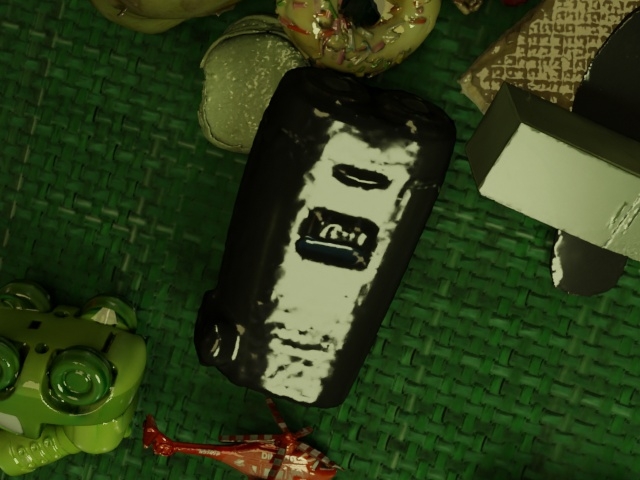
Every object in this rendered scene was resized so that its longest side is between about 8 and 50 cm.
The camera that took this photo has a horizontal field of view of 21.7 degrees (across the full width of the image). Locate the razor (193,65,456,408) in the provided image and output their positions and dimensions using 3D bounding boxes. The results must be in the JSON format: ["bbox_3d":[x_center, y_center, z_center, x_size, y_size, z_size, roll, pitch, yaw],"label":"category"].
[{"bbox_3d":[-0.001,0.000,1.626,0.189,0.107,0.326,17,109,-13],"label":"razor"}]

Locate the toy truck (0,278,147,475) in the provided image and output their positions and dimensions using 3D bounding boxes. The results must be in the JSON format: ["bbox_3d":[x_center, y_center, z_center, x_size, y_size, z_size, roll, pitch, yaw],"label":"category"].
[{"bbox_3d":[-0.267,0.152,1.720,0.187,0.148,0.210,-5,119,14],"label":"toy truck"}]

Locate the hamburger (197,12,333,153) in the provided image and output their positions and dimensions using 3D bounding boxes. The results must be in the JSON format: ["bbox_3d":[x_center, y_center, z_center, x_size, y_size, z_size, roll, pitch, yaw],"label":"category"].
[{"bbox_3d":[-0.057,-0.154,1.663,0.133,0.062,0.140,17,103,13],"label":"hamburger"}]

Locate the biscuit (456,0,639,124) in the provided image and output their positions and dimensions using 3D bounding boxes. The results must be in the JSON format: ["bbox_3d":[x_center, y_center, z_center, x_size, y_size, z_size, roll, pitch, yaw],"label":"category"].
[{"bbox_3d":[0.324,-0.240,1.549,0.426,0.078,0.144,-42,87,16],"label":"biscuit"}]

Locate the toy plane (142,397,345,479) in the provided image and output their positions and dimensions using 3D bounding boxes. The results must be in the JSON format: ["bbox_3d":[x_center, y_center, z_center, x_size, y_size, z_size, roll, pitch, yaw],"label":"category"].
[{"bbox_3d":[-0.080,0.223,1.685,0.194,0.126,0.077,-6,131,-21],"label":"toy plane"}]

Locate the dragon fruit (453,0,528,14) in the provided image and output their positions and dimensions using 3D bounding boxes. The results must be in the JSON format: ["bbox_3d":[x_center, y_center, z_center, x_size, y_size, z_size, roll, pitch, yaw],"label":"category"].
[{"bbox_3d":[0.185,-0.314,1.560,0.262,0.134,0.211,45,124,32],"label":"dragon fruit"}]

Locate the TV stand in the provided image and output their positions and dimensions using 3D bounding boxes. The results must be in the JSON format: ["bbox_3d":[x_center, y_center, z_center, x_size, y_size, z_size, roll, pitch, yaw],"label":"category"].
[{"bbox_3d":[0.270,-0.044,1.521,0.270,0.088,0.082,22,116,-16],"label":"TV stand"}]

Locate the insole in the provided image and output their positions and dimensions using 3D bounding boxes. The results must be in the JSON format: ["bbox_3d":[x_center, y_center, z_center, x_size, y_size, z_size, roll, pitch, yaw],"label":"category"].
[{"bbox_3d":[0.278,-0.079,1.558,0.110,0.012,0.309,3,120,-8],"label":"insole"}]

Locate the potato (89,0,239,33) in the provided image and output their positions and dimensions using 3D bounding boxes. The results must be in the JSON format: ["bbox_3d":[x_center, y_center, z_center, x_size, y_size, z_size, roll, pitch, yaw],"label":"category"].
[{"bbox_3d":[-0.101,-0.349,1.576,0.202,0.218,0.351,30,106,-19],"label":"potato"}]

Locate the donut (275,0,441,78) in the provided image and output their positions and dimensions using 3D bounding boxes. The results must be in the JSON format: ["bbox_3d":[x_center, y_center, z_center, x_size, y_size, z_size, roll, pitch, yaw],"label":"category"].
[{"bbox_3d":[0.042,-0.235,1.588,0.175,0.068,0.174,-11,121,-18],"label":"donut"}]
